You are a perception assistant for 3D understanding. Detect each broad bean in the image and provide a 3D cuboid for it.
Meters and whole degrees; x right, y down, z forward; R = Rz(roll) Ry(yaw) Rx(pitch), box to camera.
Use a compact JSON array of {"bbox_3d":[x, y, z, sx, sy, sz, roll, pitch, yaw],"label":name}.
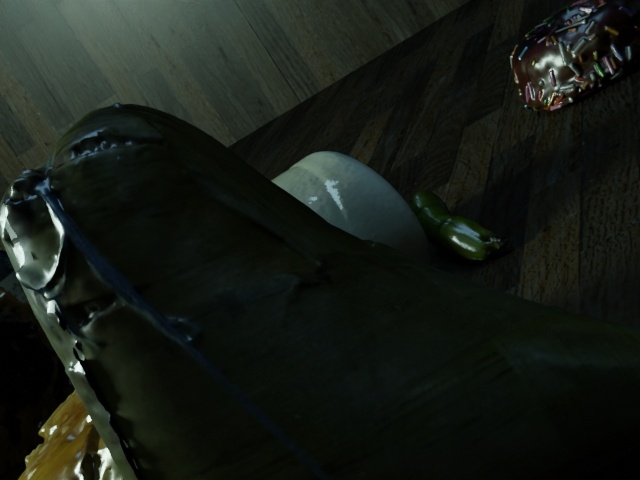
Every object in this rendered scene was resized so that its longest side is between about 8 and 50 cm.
[{"bbox_3d":[0.133,-0.015,1.490,0.053,0.052,0.256,-21,12,-7],"label":"broad bean"}]

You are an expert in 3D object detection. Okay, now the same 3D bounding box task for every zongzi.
[{"bbox_3d":[0.023,0.030,0.875,0.393,0.356,0.174,-29,3,12],"label":"zongzi"}]

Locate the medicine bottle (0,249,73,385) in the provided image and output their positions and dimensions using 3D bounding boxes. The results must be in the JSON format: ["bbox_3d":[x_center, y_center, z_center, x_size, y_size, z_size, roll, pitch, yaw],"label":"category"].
[{"bbox_3d":[-0.400,0.115,1.791,0.141,0.293,0.141,-32,11,7],"label":"medicine bottle"}]

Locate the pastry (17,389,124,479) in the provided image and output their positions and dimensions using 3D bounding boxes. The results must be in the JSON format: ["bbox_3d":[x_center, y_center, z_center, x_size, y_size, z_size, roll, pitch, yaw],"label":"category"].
[{"bbox_3d":[-0.109,0.161,1.151,0.311,0.162,0.255,-39,19,24],"label":"pastry"}]

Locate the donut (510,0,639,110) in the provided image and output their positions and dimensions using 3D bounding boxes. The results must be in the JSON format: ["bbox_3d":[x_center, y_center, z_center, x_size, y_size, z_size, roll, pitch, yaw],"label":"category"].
[{"bbox_3d":[0.343,-0.254,1.810,0.235,0.089,0.235,-30,11,7],"label":"donut"}]

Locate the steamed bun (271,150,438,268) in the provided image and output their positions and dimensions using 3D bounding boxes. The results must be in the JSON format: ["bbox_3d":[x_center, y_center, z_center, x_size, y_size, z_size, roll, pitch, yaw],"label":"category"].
[{"bbox_3d":[0.000,0.000,1.510,0.146,0.164,0.242,-37,11,-20],"label":"steamed bun"}]

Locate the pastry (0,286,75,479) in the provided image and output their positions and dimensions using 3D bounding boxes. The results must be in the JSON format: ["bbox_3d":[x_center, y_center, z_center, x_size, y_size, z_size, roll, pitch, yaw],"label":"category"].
[{"bbox_3d":[-0.432,0.206,1.483,0.405,0.292,0.337,-40,1,-34],"label":"pastry"}]
